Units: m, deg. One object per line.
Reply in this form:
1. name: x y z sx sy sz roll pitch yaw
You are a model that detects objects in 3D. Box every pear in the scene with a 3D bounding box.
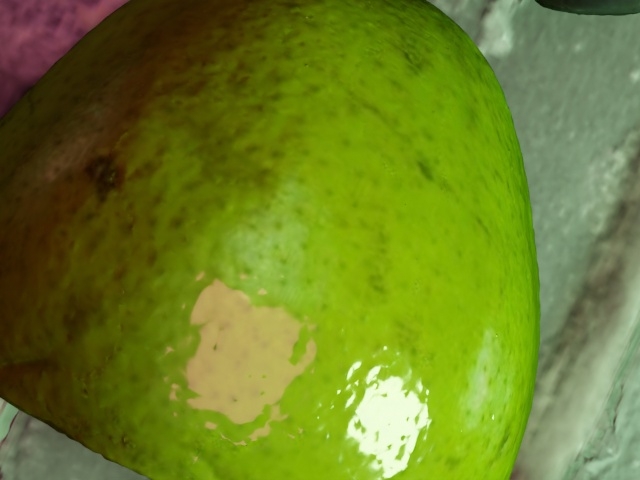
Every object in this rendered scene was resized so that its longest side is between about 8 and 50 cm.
1. pear: -0.002 -0.002 0.732 0.288 0.139 0.239 26 84 -12

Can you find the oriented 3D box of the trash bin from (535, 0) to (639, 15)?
1. trash bin: 0.132 -0.184 0.719 0.175 0.175 0.161 -17 111 -7
